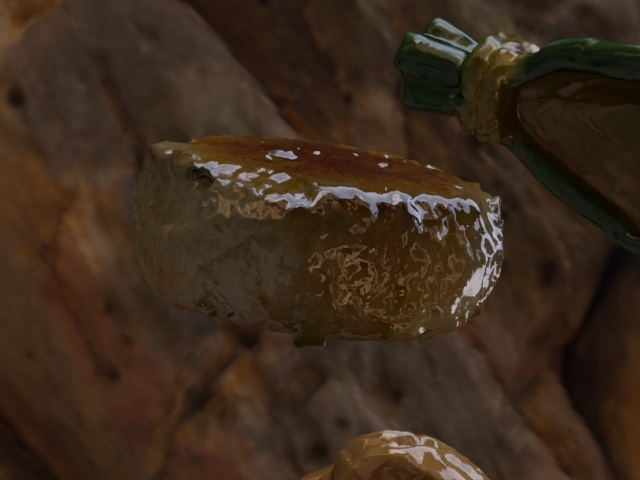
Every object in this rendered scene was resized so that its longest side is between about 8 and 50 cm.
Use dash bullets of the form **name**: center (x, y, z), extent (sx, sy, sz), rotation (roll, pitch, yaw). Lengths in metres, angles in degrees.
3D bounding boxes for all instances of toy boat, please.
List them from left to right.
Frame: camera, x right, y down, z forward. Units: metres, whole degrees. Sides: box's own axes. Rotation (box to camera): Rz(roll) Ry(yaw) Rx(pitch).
- **toy boat**: center (0.113, -0.005, 0.458), extent (0.229, 0.088, 0.089), rotation (50, -26, 41)

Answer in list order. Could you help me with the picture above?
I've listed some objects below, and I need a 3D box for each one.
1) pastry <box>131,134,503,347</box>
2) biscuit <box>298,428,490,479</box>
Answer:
- **pastry**: center (0.000, 0.000, 0.852), extent (0.192, 0.093, 0.182), rotation (1, 12, -34)
- **biscuit**: center (0.009, 0.212, 0.768), extent (0.269, 0.051, 0.376), rotation (9, -46, -5)
